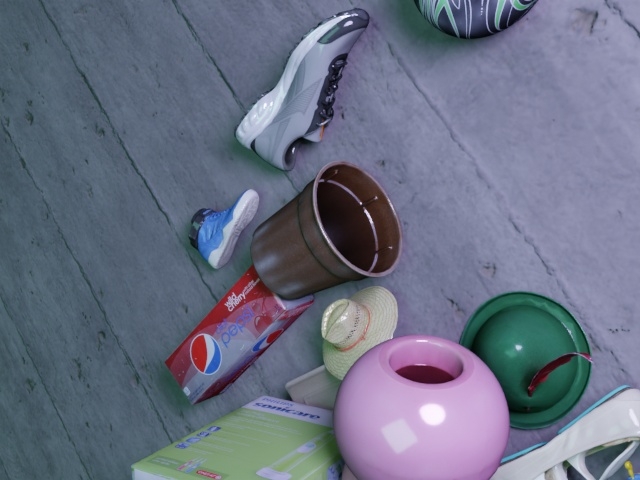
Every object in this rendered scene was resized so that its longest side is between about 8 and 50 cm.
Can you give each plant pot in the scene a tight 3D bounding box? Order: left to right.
[{"bbox_3d":[0.000,0.000,1.066,0.165,0.167,0.167,-30,78,41],"label":"plant pot"}]

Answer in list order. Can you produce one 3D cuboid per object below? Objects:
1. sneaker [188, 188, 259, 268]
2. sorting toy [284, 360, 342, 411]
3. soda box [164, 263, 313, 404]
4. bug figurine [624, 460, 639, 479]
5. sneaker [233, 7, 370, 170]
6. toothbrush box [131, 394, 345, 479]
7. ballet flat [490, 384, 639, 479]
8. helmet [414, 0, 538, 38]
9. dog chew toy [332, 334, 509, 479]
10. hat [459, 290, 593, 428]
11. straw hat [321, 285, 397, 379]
[{"bbox_3d":[-0.162,-0.036,1.223,0.084,0.058,0.152,39,121,15],"label":"sneaker"},{"bbox_3d":[0.059,0.263,1.113,0.348,0.047,0.196,-31,81,32],"label":"sorting toy"},{"bbox_3d":[-0.130,0.144,1.204,0.263,0.083,0.092,-46,71,28],"label":"soda box"},{"bbox_3d":[0.465,0.333,0.827,0.279,0.072,0.216,-21,80,36],"label":"bug figurine"},{"bbox_3d":[-0.009,-0.214,1.091,0.108,0.100,0.271,44,121,7],"label":"sneaker"},{"bbox_3d":[-0.074,0.319,1.008,0.206,0.283,0.122,5,102,31],"label":"toothbrush box"},{"bbox_3d":[0.296,0.267,0.924,0.248,0.086,0.086,-44,71,30],"label":"ballet flat"},{"bbox_3d":[0.184,-0.324,0.899,0.169,0.161,0.169,4,97,34],"label":"helmet"},{"bbox_3d":[0.115,0.285,0.934,0.206,0.206,0.332,18,120,31],"label":"dog chew toy"},{"bbox_3d":[0.217,0.150,0.909,0.173,0.183,0.208,39,114,25],"label":"hat"},{"bbox_3d":[0.035,0.116,1.065,0.144,0.061,0.144,-28,45,33],"label":"straw hat"}]
